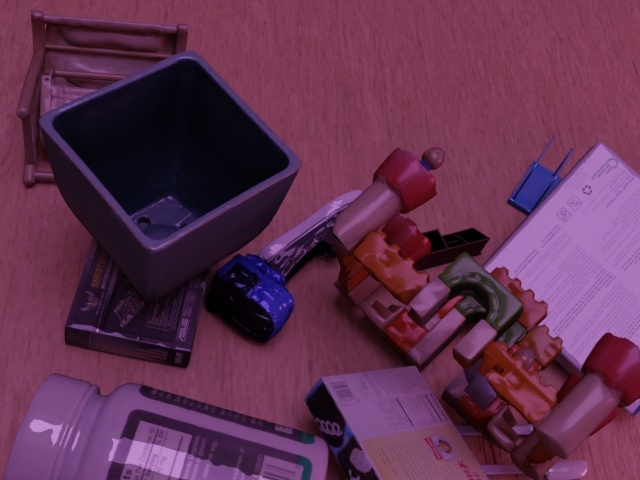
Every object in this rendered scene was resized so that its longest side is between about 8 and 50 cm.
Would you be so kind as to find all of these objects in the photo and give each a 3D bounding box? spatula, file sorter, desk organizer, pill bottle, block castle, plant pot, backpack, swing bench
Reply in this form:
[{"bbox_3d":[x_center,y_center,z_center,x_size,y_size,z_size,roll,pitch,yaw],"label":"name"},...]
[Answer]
[{"bbox_3d":[0.288,0.337,1.303,0.242,0.019,0.168,2,58,-9],"label":"spatula"},{"bbox_3d":[0.450,-0.088,1.573,0.170,0.104,0.118,34,56,8],"label":"file sorter"},{"bbox_3d":[0.216,0.006,1.482,0.130,0.050,0.047,-13,62,-22],"label":"desk organizer"},{"bbox_3d":[-0.187,0.296,1.090,0.361,0.204,0.204,17,55,-3],"label":"pill bottle"},{"bbox_3d":[0.232,0.099,1.233,0.213,0.303,0.453,-42,70,-13],"label":"block castle"},{"bbox_3d":[-0.212,-0.059,1.220,0.248,0.252,0.247,-33,69,-30],"label":"plant pot"},{"bbox_3d":[-0.096,0.085,1.320,0.120,0.098,0.101,38,55,13],"label":"backpack"},{"bbox_3d":[-0.347,-0.229,1.429,0.253,0.165,0.254,3,51,-12],"label":"swing bench"}]

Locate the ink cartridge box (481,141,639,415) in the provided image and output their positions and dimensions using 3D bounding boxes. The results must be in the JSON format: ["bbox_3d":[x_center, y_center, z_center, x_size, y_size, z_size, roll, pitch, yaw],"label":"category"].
[{"bbox_3d":[0.472,0.060,1.436,0.330,0.071,0.324,44,78,7],"label":"ink cartridge box"}]

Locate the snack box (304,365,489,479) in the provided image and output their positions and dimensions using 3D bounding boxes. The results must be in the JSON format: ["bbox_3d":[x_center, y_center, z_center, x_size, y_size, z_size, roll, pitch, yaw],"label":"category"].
[{"bbox_3d":[0.130,0.316,1.181,0.187,0.060,0.322,1,44,-39],"label":"snack box"}]

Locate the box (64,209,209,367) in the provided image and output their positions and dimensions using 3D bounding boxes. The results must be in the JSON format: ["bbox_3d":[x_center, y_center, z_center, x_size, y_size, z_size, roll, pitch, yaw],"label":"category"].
[{"bbox_3d":[-0.263,0.062,1.317,0.183,0.056,0.231,11,55,-6],"label":"box"}]

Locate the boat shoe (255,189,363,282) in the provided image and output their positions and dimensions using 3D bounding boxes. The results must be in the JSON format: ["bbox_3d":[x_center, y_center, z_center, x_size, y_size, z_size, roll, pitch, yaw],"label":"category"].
[{"bbox_3d":[0.000,0.000,1.416,0.228,0.080,0.076,-32,76,-29],"label":"boat shoe"}]
